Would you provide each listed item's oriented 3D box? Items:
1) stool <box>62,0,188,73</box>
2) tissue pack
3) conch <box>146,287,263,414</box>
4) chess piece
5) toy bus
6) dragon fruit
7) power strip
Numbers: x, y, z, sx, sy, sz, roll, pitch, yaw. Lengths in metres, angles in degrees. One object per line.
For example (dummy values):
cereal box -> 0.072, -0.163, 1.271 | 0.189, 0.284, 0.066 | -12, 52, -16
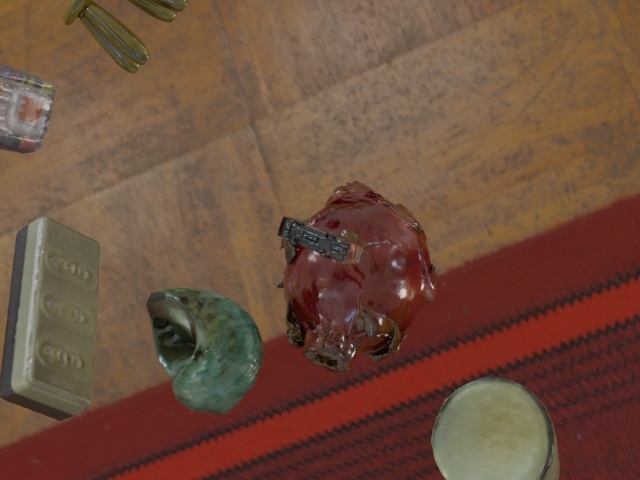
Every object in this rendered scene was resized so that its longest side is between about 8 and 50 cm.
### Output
stool -> -0.237, -0.276, 1.330 | 0.134, 0.110, 0.135 | -45, 18, 35
tissue pack -> -0.272, -0.105, 0.745 | 0.108, 0.148, 0.060 | 17, 94, 41
conch -> -0.162, 0.160, 1.568 | 0.175, 0.122, 0.188 | -3, 88, 23
chess piece -> 0.217, 0.244, 1.244 | 0.133, 0.243, 0.133 | -7, 69, 18
toy bus -> 0.000, 0.000, 1.354 | 0.110, 0.043, 0.031 | 23, 99, 34
dragon fruit -> 0.053, 0.050, 1.679 | 0.250, 0.250, 0.315 | 33, 55, 26
power strip -> -0.339, 0.091, 1.395 | 0.070, 0.105, 0.257 | -26, 52, 29
